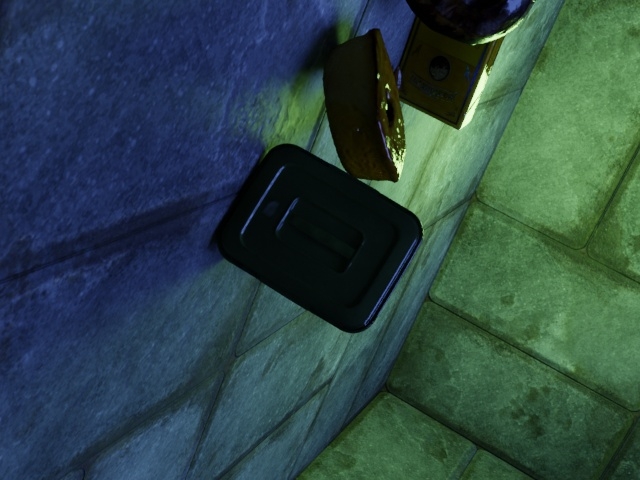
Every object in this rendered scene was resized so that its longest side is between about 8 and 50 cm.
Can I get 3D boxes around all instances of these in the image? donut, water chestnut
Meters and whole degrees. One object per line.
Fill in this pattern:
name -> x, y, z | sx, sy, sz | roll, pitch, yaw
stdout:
donut -> 0.085, -0.243, 1.741 | 0.303, 0.110, 0.303 | -9, 90, -76
water chestnut -> 0.282, -0.537, 1.814 | 0.300, 0.300, 0.300 | -53, 162, -26

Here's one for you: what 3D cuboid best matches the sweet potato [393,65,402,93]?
sweet potato -> 0.170, -0.358, 2.134 | 0.034, 0.034, 0.095 | -46, 161, -41

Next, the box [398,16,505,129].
box -> 0.296, -0.428, 2.112 | 0.084, 0.192, 0.302 | -36, 151, -52

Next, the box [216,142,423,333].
box -> 0.000, 0.000, 1.746 | 0.253, 0.328, 0.178 | -58, 176, -5
